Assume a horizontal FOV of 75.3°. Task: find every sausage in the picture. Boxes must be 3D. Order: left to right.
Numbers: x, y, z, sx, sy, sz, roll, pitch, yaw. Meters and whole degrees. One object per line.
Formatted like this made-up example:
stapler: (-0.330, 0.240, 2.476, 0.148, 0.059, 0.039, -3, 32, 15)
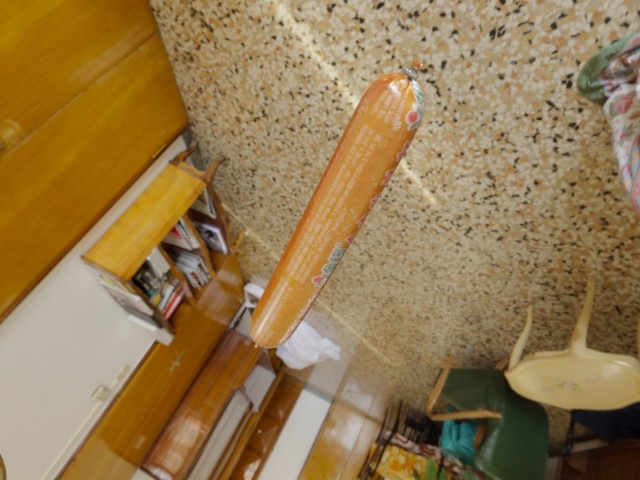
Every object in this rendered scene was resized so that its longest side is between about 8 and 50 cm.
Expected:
sausage: (0.000, 0.000, 0.390, 0.053, 0.053, 0.348, 30, 125, 1)

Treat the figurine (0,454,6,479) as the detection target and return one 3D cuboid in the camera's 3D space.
figurine: (-0.228, 0.131, 0.181, 0.121, 0.122, 0.176, -23, 136, 20)
